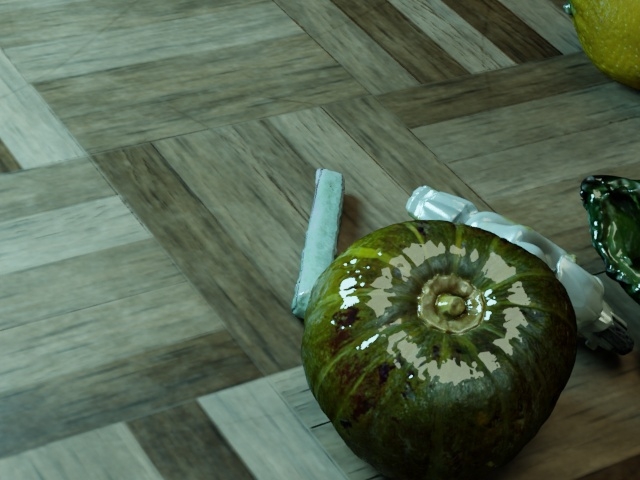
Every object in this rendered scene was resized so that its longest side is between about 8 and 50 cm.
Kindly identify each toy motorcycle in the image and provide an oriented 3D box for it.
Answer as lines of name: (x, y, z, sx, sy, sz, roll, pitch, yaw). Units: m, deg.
toy motorcycle: (0.172, 0.025, 1.393, 0.228, 0.151, 0.074, 36, 88, 22)

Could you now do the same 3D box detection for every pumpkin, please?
pumpkin: (0.086, 0.090, 1.270, 0.219, 0.162, 0.219, 3, 63, -7)

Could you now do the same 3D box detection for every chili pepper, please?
chili pepper: (0.342, 0.054, 1.428, 0.148, 0.116, 0.264, -3, 38, -38)

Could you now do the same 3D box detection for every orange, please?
orange: (0.396, -0.276, 1.750, 0.264, 0.264, 0.264, 7, 37, -6)

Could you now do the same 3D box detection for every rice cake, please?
rice cake: (0.001, 0.000, 1.454, 0.033, 0.033, 0.208, 10, 37, 0)
